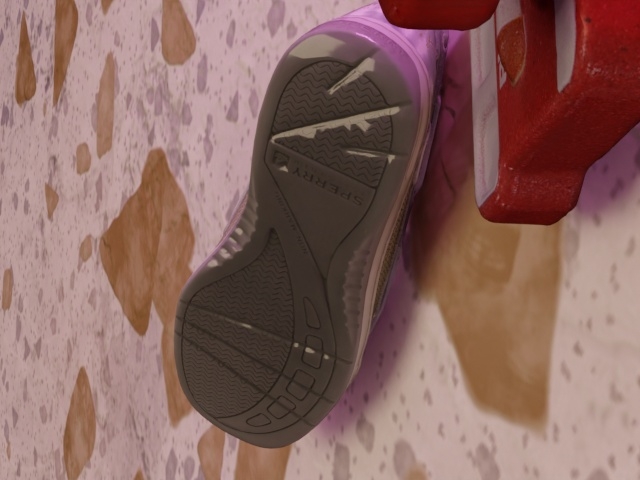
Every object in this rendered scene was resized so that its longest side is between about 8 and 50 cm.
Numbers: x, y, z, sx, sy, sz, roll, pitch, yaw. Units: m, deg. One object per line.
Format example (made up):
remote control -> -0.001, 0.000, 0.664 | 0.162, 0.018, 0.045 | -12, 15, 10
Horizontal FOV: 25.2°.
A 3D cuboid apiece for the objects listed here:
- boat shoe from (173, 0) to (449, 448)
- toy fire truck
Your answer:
boat shoe -> -0.002, -0.002, 0.858 | 0.118, 0.103, 0.320 | 28, 128, 13
toy fire truck -> 0.096, -0.174, 0.598 | 0.254, 0.169, 0.302 | 117, 152, -77
